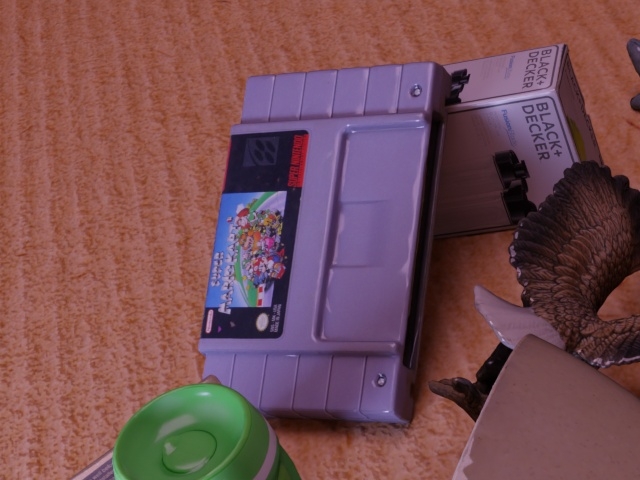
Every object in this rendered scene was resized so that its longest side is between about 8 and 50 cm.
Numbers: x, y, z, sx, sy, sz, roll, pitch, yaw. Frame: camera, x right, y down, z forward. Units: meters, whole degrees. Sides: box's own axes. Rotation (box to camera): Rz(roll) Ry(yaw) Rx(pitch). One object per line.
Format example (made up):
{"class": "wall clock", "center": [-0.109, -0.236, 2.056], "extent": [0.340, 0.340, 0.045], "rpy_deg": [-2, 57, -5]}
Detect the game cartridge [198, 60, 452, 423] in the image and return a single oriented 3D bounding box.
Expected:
{"class": "game cartridge", "center": [0.000, 0.000, 1.711], "extent": [0.230, 0.068, 0.355], "rpy_deg": [0, 73, 26]}

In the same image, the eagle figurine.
{"class": "eagle figurine", "center": [0.244, 0.071, 1.512], "extent": [0.298, 0.226, 0.225], "rpy_deg": [-38, 15, -12]}

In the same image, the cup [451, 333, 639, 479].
{"class": "cup", "center": [0.196, 0.258, 1.200], "extent": [0.237, 0.331, 0.331], "rpy_deg": [20, 47, 13]}

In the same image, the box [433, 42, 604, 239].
{"class": "box", "center": [0.136, -0.094, 1.821], "extent": [0.290, 0.169, 0.087], "rpy_deg": [-7, 36, 21]}

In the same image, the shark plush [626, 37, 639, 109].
{"class": "shark plush", "center": [0.375, -0.161, 1.860], "extent": [0.073, 0.067, 0.161], "rpy_deg": [-22, 33, 1]}

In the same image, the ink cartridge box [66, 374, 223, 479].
{"class": "ink cartridge box", "center": [-0.145, 0.234, 1.475], "extent": [0.193, 0.235, 0.088], "rpy_deg": [-35, 74, -20]}

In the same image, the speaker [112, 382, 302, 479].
{"class": "speaker", "center": [-0.056, 0.248, 1.332], "extent": [0.131, 0.296, 0.131], "rpy_deg": [-14, 38, 11]}
